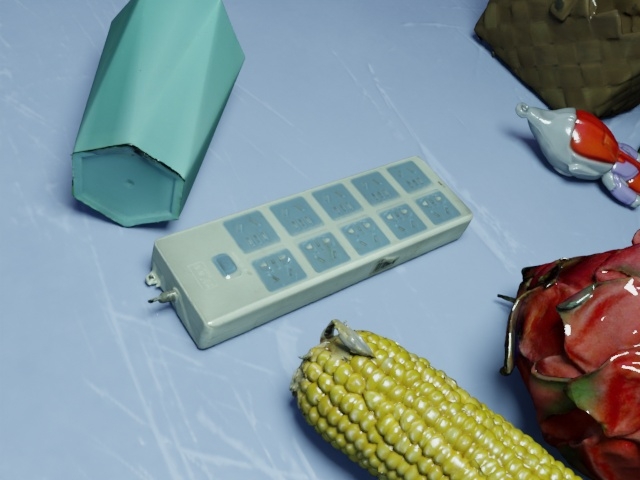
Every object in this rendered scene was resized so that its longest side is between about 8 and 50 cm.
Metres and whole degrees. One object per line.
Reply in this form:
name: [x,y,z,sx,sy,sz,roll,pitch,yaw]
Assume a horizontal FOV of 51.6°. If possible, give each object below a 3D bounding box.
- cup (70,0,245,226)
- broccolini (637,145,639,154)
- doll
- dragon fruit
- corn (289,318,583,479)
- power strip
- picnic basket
cup: [-0.158,-0.134,0.656,0.134,0.148,0.236,31,41,-30]
broccolini: [0.508,-0.189,1.001,0.071,0.057,0.254,49,58,-9]
doll: [0.350,-0.119,0.864,0.227,0.075,0.102,25,55,-10]
dragon fruit: [0.267,0.083,0.569,0.233,0.234,0.293,3,28,-18]
corn: [0.107,0.164,0.490,0.293,0.106,0.106,32,47,20]
power strip: [0.000,0.000,0.654,0.367,0.043,0.106,-21,59,-33]
picnic basket: [0.419,-0.358,0.941,0.254,0.321,0.291,-20,61,-37]
